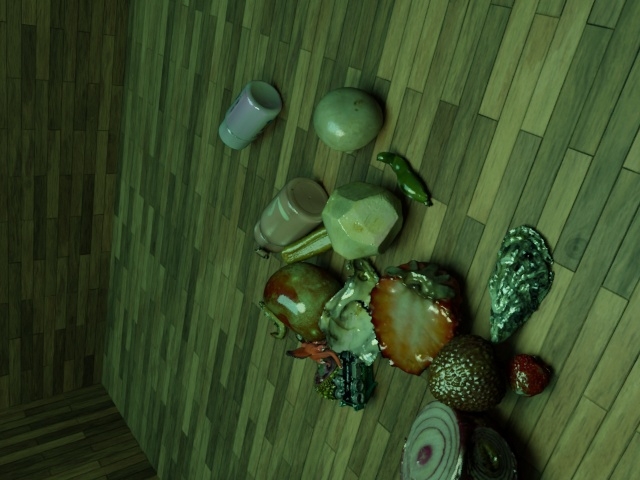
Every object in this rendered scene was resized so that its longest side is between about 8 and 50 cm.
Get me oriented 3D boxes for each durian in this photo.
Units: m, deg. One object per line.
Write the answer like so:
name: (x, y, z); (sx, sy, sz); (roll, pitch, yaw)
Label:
durian: (0.053, 0.442, 1.872); (0.119, 0.187, 0.108); (41, 107, -12)

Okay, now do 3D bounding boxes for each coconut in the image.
coconut: (0.110, -0.053, 1.620); (0.197, 0.236, 0.237); (-179, 82, -73)

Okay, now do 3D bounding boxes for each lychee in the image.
lychee: (0.356, 0.323, 1.376); (0.194, 0.194, 0.195); (11, 104, 49)

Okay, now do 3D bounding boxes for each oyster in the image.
oyster: (0.459, 0.101, 1.372); (0.252, 0.087, 0.199); (-47, 64, 30)
oyster: (0.108, 0.214, 1.722); (0.275, 0.271, 0.100); (49, 161, -7)

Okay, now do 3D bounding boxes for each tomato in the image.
tomato: (-0.042, 0.185, 1.835); (0.270, 0.223, 0.270); (37, 164, 12)

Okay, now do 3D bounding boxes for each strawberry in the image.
strawberry: (0.484, 0.322, 1.352); (0.106, 0.106, 0.106); (11, 104, 49)
strawberry: (0.267, 0.207, 1.563); (0.265, 0.149, 0.336); (23, 126, 26)

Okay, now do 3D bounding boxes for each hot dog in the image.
hot dog: (-0.002, 0.000, 1.833); (0.285, 0.061, 0.088); (-21, 104, 22)

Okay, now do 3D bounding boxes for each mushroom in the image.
mushroom: (0.081, -0.338, 1.674); (0.204, 0.204, 0.205); (11, 104, 49)

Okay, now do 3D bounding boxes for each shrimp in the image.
shrimp: (-0.186, 0.310, 2.195); (0.178, 0.034, 0.125); (32, 126, 37)

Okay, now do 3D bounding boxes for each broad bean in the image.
broad bean: (0.238, -0.173, 1.588); (0.214, 0.070, 0.048); (49, 148, 21)

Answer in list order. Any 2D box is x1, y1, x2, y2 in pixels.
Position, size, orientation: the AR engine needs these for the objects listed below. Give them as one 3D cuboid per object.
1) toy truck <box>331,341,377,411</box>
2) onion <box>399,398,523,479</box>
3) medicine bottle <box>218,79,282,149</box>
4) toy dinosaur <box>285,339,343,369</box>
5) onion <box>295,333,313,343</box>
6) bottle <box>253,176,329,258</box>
toy truck: (0.114, 0.415, 1.795); (0.110, 0.116, 0.216); (-2, 87, 49)
onion: (0.365, 0.569, 1.406); (0.282, 0.260, 0.337); (-55, 17, 41)
medicine bottle: (-0.258, -0.447, 2.061); (0.254, 0.151, 0.152); (-36, 69, 47)
toy dinosaur: (-0.032, 0.357, 1.791); (0.286, 0.138, 0.070); (-169, 84, -75)
onion: (-0.037, 0.311, 1.976); (0.107, 0.097, 0.107); (-24, 44, 26)
bottle: (-0.118, -0.062, 1.922); (0.173, 0.207, 0.297); (36, 138, -15)
